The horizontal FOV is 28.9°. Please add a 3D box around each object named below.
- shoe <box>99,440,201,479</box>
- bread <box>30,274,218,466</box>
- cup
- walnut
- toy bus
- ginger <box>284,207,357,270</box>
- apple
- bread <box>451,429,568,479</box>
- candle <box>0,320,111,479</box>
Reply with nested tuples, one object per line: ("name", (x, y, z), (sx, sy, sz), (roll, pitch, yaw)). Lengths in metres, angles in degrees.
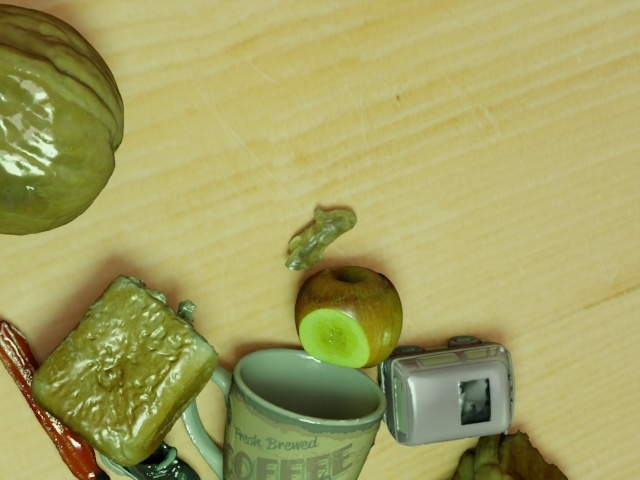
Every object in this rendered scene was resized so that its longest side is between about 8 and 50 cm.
("shoe", (-0.237, 0.328, 1.822), (0.169, 0.099, 0.071), (33, 58, -14))
("bread", (-0.264, 0.181, 1.756), (0.195, 0.176, 0.246), (38, 80, 7))
("cup", (-0.080, 0.305, 1.825), (0.301, 0.227, 0.257), (21, 107, 15))
("walnut", (-0.424, -0.163, 1.629), (0.332, 0.333, 0.333), (-2, 98, -14))
("toy bus", (0.200, 0.231, 1.901), (0.202, 0.142, 0.142), (-7, 98, -13))
("ginger", (-0.004, -0.004, 1.875), (0.137, 0.044, 0.057), (-43, 75, -11))
("apple", (0.044, 0.119, 1.839), (0.146, 0.163, 0.147), (13, 109, 26))
("bread", (0.296, 0.486, 1.878), (0.191, 0.370, 0.314), (-36, 106, 22))
("candle", (-0.388, 0.255, 1.809), (0.051, 0.048, 0.329), (-29, 103, 0))
